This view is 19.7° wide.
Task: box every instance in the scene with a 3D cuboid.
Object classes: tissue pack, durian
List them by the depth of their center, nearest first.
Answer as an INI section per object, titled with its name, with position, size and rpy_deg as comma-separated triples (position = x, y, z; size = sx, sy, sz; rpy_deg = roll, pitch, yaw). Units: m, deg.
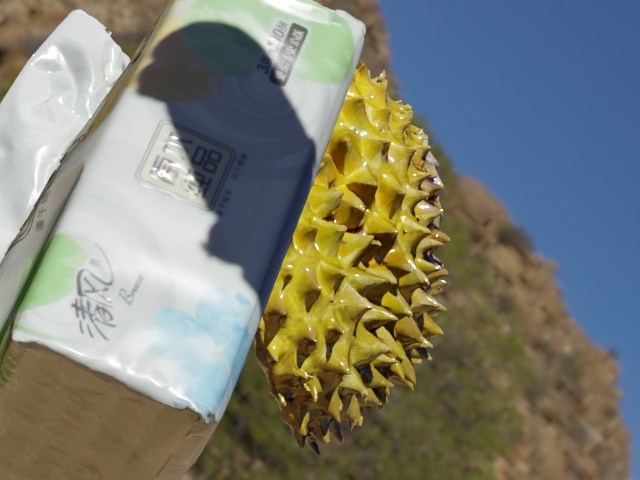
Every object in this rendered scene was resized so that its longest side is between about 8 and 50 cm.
[tissue pack]
position = -0.094, -0.005, 0.834
size = 0.145, 0.229, 0.159
rpy_deg = 25, -36, -7
[durian]
position = 0.011, -0.001, 1.096
size = 0.183, 0.138, 0.249
rpy_deg = 124, -42, -81
